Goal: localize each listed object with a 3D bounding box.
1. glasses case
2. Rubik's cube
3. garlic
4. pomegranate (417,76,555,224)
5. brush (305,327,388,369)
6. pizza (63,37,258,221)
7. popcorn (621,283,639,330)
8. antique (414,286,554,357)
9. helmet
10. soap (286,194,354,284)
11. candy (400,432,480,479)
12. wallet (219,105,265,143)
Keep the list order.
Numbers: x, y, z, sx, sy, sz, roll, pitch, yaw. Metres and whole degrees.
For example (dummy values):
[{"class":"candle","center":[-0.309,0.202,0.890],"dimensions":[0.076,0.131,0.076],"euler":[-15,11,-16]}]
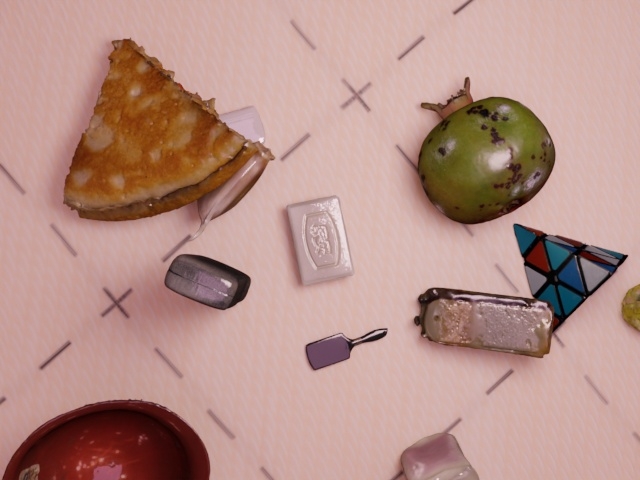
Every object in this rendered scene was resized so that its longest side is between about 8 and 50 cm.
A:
[{"class":"glasses case","center":[-0.217,0.081,1.337],"dimensions":[0.131,0.323,0.074],"euler":[24,88,0]},{"class":"Rubik's cube","center":[0.558,0.099,1.448],"dimensions":[0.285,0.234,0.249],"euler":[20,87,-4]},{"class":"garlic","center":[-0.212,-0.101,1.433],"dimensions":[0.129,0.148,0.266],"euler":[31,86,11]},{"class":"pomegranate","center":[0.339,-0.203,1.423],"dimensions":[0.291,0.291,0.323],"euler":[-16,89,-5]},{"class":"brush","center":[0.063,0.235,1.508],"dimensions":[0.194,0.016,0.062],"euler":[-17,90,-5]},{"class":"pizza","center":[-0.356,-0.253,1.431],"dimensions":[0.440,0.130,0.405],"euler":[-16,74,13]},{"class":"popcorn","center":[0.764,0.153,1.520],"dimensions":[0.145,0.126,0.125],"euler":[-25,74,22]},{"class":"antique","center":[0.353,0.177,1.484],"dimensions":[0.284,0.150,0.125],"euler":[7,88,4]},{"class":"helmet","center":[-0.423,0.476,1.351],"dimensions":[0.385,0.230,0.337],"euler":[-28,92,-14]},{"class":"soap","center":[0.000,0.000,1.490],"dimensions":[0.122,0.064,0.183],"euler":[-12,88,-3]},{"class":"candy","center":[0.293,0.615,1.420],"dimensions":[0.145,0.208,0.358],"euler":[-19,90,1]},{"class":"wallet","center":[-0.221,-0.233,1.497],"dimensions":[0.190,0.033,0.095],"euler":[-19,88,-6]}]
